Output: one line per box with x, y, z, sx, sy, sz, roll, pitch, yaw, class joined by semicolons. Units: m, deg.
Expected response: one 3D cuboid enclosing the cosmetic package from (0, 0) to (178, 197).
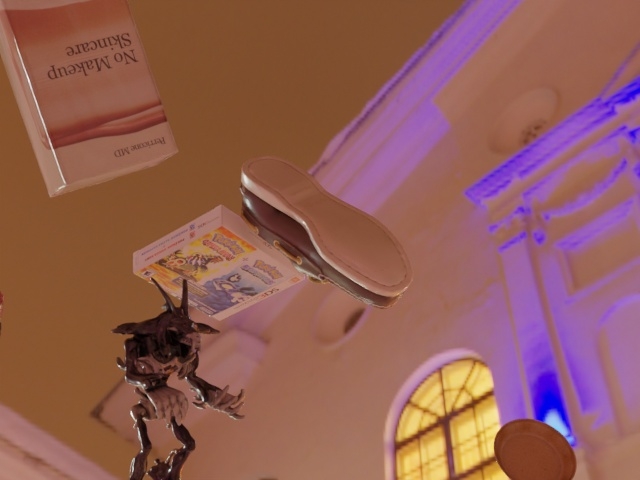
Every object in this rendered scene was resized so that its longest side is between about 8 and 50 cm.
-0.302;-0.219;1.247;0.153;0.129;0.296;-21;-85;-23;cosmetic package

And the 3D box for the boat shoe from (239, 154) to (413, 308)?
0.000;0.000;1.428;0.116;0.324;0.097;-23;-41;-38;boat shoe

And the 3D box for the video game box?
-0.158;0.041;1.601;0.187;0.048;0.205;-29;-41;26;video game box

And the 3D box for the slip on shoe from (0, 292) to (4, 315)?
-0.359;-0.039;0.770;0.123;0.331;0.101;-43;-15;-9;slip on shoe

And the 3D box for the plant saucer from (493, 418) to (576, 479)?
0.208;0.213;0.994;0.083;0.083;0.015;7;-45;-5;plant saucer

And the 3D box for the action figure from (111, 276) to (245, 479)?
-0.171;0.189;1.214;0.164;0.141;0.276;3;-84;-50;action figure
